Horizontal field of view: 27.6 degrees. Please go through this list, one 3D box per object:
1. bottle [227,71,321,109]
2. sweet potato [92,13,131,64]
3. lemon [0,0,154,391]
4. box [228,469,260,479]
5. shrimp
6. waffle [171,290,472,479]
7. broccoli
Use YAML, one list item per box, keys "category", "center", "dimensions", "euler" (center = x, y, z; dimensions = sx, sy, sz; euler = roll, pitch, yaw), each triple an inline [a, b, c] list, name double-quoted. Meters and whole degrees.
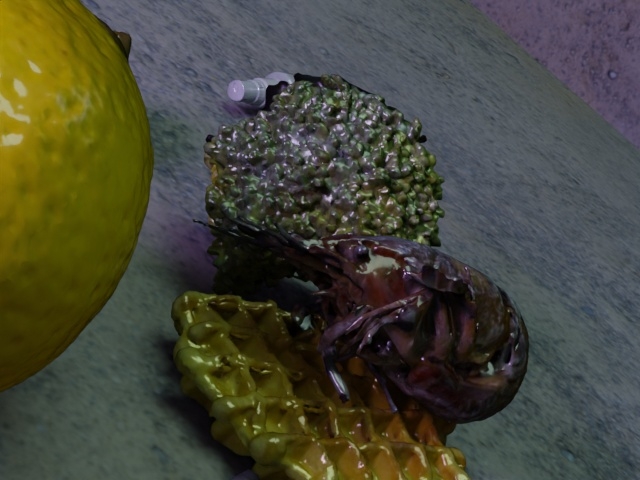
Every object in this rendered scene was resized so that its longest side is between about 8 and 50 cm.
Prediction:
- category: "bottle"
  center: [-0.039, -0.184, 1.644]
  dimensions: [0.060, 0.060, 0.217]
  euler: [48, 25, 24]
- category: "sweet potato"
  center: [-0.319, -0.151, 1.148]
  dimensions: [0.130, 0.130, 0.423]
  euler: [47, 32, 23]
- category: "lemon"
  center: [-0.261, -0.046, 0.819]
  dimensions: [0.336, 0.336, 0.336]
  euler: [29, 25, -15]
- category: "box"
  center: [-0.116, 0.274, 0.485]
  dimensions: [0.204, 0.251, 0.345]
  euler: [45, 26, 18]
- category: "shrimp"
  center: [0.045, 0.059, 1.086]
  dimensions: [0.343, 0.145, 0.116]
  euler: [28, 3, -30]
- category: "waffle"
  center: [0.004, 0.136, 1.123]
  dimensions: [0.309, 0.065, 0.283]
  euler: [38, 26, -4]
- category: "broccoli"
  center: [-0.006, -0.004, 1.203]
  dimensions: [0.243, 0.272, 0.180]
  euler: [-1, 26, 20]
